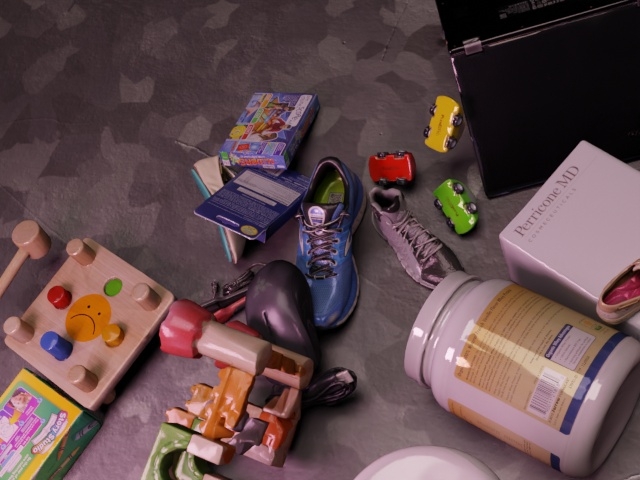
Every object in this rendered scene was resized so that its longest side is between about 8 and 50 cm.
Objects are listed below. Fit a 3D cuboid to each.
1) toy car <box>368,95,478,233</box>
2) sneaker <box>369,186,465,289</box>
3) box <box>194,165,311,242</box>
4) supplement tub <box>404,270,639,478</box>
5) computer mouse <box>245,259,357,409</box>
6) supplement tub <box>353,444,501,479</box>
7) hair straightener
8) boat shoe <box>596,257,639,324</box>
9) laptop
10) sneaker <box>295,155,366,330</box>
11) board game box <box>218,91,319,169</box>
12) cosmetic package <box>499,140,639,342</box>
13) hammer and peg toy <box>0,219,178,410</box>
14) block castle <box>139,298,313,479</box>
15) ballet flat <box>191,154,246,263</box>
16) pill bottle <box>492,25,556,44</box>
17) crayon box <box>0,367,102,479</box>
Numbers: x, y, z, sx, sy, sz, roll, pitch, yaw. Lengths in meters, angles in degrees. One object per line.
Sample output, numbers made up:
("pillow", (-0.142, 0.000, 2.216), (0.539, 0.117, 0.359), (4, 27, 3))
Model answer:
("toy car", (0.216, -0.114, 1.896), (0.239, 0.053, 0.225), (-41, 73, 39))
("sneaker", (0.154, -0.012, 1.840), (0.086, 0.132, 0.228), (-41, 58, -7))
("box", (-0.119, -0.070, 1.949), (0.136, 0.037, 0.225), (25, 40, 20))
("supplement tub", (0.310, 0.195, 1.619), (0.316, 0.228, 0.228), (26, 73, 28))
("computer mouse", (-0.059, 0.159, 1.787), (0.188, 0.072, 0.272), (-26, 71, 28))
("supplement tub", (0.167, 0.452, 1.448), (0.240, 0.331, 0.241), (-9, 51, 11))
("hair straightener", (-0.174, 0.096, 1.939), (0.230, 0.047, 0.089), (-33, 58, -2))
("boat shoe", (0.476, 0.056, 1.550), (0.170, 0.059, 0.063), (-40, 58, -4))
("laptop", (0.427, -0.346, 1.910), (0.381, 0.236, 0.408), (-14, 50, 9))
("sneaker", (0.000, 0.000, 1.875), (0.129, 0.147, 0.330), (-2, 65, 17))
("board game box", (-0.097, -0.216, 2.053), (0.136, 0.035, 0.201), (5, 44, 21))
("cosmetic package", (0.532, 0.062, 1.660), (0.453, 0.161, 0.230), (36, 77, 31))
("hammer and peg toy", (-0.466, 0.130, 1.970), (0.361, 0.127, 0.266), (29, 76, 29))
("block castle", (-0.206, 0.333, 1.632), (0.212, 0.303, 0.454), (18, 84, 20))
("ballet flat", (-0.174, -0.067, 2.014), (0.086, 0.086, 0.248), (-27, 57, 2))
("pill bottle", (0.349, -0.376, 1.994), (0.184, 0.103, 0.103), (-18, 58, 9))
("crayon box", (-0.541, 0.387, 1.879), (0.165, 0.081, 0.278), (28, 74, 28))
